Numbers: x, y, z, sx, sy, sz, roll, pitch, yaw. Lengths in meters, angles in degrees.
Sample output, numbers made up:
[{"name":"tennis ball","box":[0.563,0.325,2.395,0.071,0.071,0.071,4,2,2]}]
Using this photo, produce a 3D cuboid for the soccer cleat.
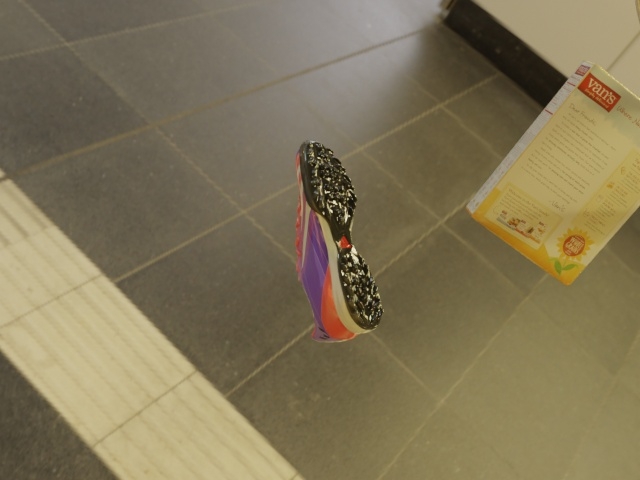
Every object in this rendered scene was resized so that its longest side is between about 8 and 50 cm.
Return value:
[{"name":"soccer cleat","box":[0.000,0.000,1.261,0.108,0.116,0.318,3,66,-49]}]

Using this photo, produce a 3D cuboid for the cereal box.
[{"name":"cereal box","box":[0.326,-0.082,1.045,0.173,0.240,0.047,35,14,-14]}]

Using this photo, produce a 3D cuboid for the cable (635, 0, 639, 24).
[{"name":"cable","box":[0.435,-0.256,0.803,0.089,0.257,0.257,-21,49,-24]}]
